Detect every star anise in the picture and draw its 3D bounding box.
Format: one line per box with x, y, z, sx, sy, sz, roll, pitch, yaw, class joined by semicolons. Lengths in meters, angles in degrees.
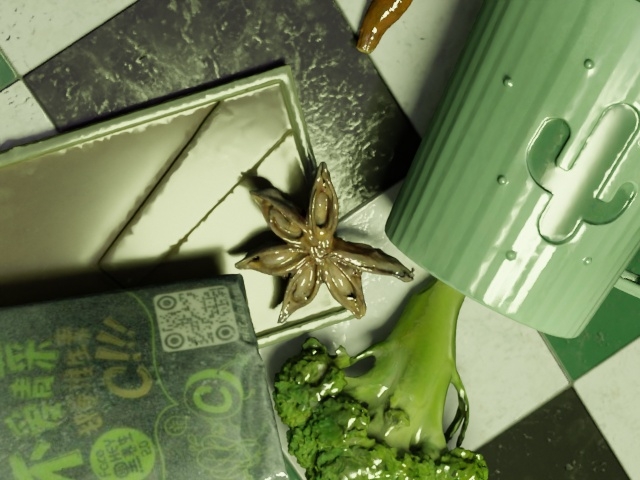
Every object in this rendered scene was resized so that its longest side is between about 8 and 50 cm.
-0.012;0.011;1.754;0.172;0.063;0.208;-34;111;16;star anise

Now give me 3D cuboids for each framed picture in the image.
-0.203;0.008;1.765;0.446;0.028;0.326;-17;105;-7;framed picture

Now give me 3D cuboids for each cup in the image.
0.310;-0.099;1.682;0.401;0.310;0.392;31;102;16;cup

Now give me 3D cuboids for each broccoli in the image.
0.065;0.209;1.812;0.254;0.186;0.302;-1;63;-12;broccoli

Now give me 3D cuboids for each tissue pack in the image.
-0.252;0.194;1.636;0.394;0.288;0.124;-9;143;-10;tissue pack

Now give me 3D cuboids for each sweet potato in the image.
0.111;-0.336;1.733;0.057;0.057;0.264;24;96;-15;sweet potato
